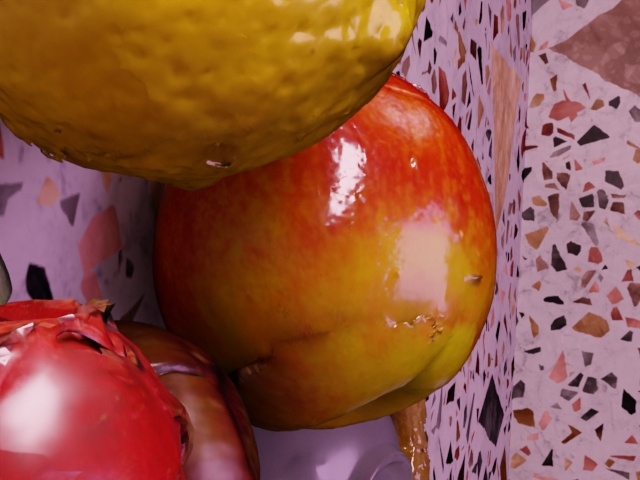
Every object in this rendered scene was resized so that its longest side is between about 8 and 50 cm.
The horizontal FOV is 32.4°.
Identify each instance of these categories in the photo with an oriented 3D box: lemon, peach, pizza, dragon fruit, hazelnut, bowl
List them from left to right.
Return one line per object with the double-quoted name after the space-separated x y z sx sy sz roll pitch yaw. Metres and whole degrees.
-0.213 0.162 0.581 0.295 0.295 0.302 -21 126 -68 "dragon fruit"
-0.158 0.174 0.873 0.229 0.229 0.230 3 90 -70 "hazelnut"
-0.098 -0.223 0.755 0.350 0.349 0.387 -44 130 -62 "lemon"
0.000 0.000 1.083 0.370 0.370 0.370 3 90 -70 "peach"
0.006 0.290 1.272 0.345 0.157 0.346 -28 123 -52 "bowl"
0.122 0.316 1.668 0.392 0.080 0.435 -71 160 -82 "pizza"

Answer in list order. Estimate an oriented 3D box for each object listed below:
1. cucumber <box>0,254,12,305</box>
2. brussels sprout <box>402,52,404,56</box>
-0.263 0.030 0.733 0.116 0.062 0.115 -68 155 -58 "cucumber"
0.002 -0.275 1.217 0.244 0.244 0.244 3 90 -70 "brussels sprout"
